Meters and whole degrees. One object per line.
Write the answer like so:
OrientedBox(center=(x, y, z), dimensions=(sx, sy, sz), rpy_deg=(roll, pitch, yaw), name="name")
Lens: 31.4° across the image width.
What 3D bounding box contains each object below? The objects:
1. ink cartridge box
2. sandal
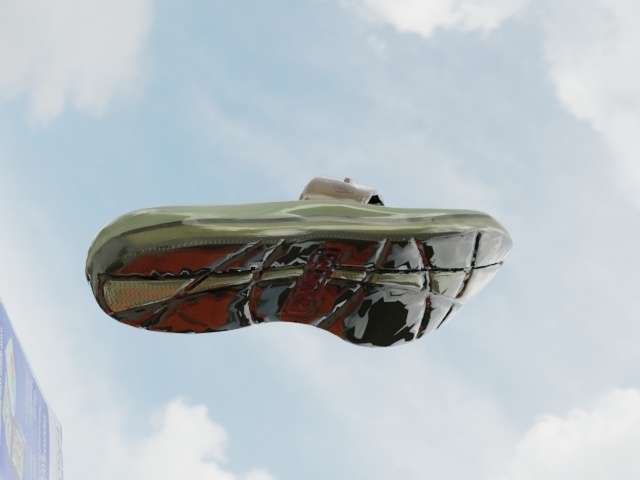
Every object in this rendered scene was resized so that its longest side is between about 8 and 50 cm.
OrientedBox(center=(-0.265, 0.240, 0.932), dimensions=(0.307, 0.072, 0.304), rpy_deg=(97, -13, -60), name="ink cartridge box")
OrientedBox(center=(0.000, -0.001, 0.707), dimensions=(0.120, 0.302, 0.086), rpy_deg=(-54, -136, 36), name="sandal")
